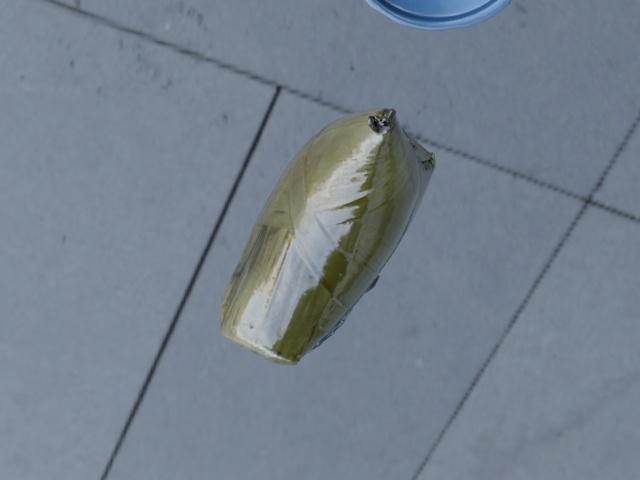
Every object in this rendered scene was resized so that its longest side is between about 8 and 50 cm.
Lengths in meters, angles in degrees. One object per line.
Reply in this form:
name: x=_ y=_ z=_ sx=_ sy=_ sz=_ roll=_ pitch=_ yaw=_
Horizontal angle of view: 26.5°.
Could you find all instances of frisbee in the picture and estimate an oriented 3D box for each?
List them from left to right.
frisbee: x=0.174 y=-0.443 z=1.993 sx=0.289 sy=0.049 sz=0.289 roll=2 pitch=127 yaw=3

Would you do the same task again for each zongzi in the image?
zongzi: x=0.000 y=0.000 z=1.062 sx=0.115 sy=0.256 sz=0.228 roll=34 pitch=91 yaw=1
